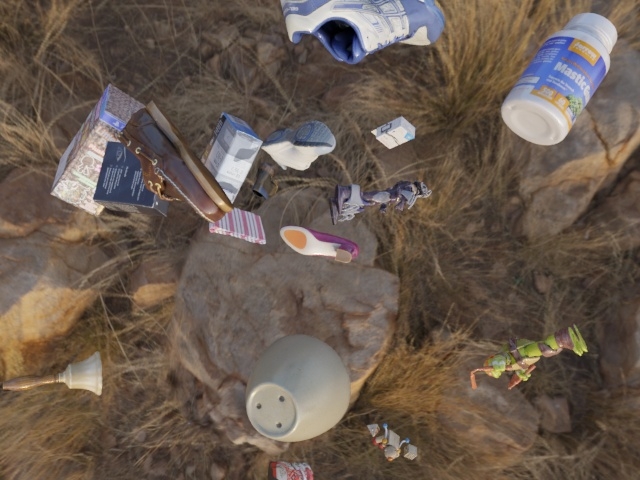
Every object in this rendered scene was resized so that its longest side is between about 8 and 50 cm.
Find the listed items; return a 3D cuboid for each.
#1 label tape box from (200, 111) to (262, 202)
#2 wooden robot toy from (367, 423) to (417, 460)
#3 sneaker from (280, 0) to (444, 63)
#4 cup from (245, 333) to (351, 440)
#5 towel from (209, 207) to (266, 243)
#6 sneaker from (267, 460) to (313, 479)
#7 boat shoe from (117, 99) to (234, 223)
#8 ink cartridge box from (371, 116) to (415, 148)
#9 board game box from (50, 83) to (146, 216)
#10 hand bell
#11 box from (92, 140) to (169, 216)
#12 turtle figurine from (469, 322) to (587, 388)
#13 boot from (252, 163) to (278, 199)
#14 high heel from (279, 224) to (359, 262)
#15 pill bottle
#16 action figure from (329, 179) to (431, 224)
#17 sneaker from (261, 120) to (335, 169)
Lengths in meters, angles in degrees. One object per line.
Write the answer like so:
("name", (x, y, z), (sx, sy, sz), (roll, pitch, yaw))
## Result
("label tape box", (-0.365, -0.272, 2.048), (0.115, 0.249, 0.348), (21, 107, -31))
("wooden robot toy", (0.193, 0.578, 1.525), (0.173, 0.076, 0.079), (39, 32, -22))
("sneaker", (0.063, -0.314, 0.810), (0.296, 0.112, 0.131), (3, 86, -35))
("cup", (-0.097, 0.477, 1.686), (0.331, 0.237, 0.331), (2, 96, 19))
("towel", (-0.281, -0.057, 1.842), (0.197, 0.029, 0.144), (16, 35, -27))
("sneaker", (-0.091, 0.772, 1.771), (0.145, 0.270, 0.090), (6, 82, -7))
("boat shoe", (-0.177, -0.084, 0.657), (0.073, 0.073, 0.207), (-40, 56, -2))
("ink cartridge box", (0.151, -0.223, 1.160), (0.048, 0.083, 0.028), (30, 56, -36))
("board game box", (-0.618, -0.259, 1.571), (0.141, 0.232, 0.291), (31, 110, -32))
("hand bell", (-0.743, 0.383, 1.532), (0.242, 0.126, 0.126), (-1, 72, -28))
("box", (-0.453, -0.151, 1.362), (0.158, 0.093, 0.156), (7, 78, 8))
("turtle figurine", (0.427, 0.236, 1.139), (0.269, 0.217, 0.087), (25, 44, -50))
("boot", (-0.217, -0.195, 2.066), (0.082, 0.219, 0.106), (20, 71, 9))
("high heel", (0.000, 0.000, 1.702), (0.244, 0.117, 0.082), (15, 108, 12))
("pill bottle", (0.528, -0.357, 1.204), (0.152, 0.152, 0.272), (36, 81, 0))
("action figure", (0.170, -0.114, 1.501), (0.285, 0.185, 0.099), (-9, 86, -13))
("sneaker", (-0.051, -0.280, 1.675), (0.111, 0.297, 0.129), (-51, 123, -22))
